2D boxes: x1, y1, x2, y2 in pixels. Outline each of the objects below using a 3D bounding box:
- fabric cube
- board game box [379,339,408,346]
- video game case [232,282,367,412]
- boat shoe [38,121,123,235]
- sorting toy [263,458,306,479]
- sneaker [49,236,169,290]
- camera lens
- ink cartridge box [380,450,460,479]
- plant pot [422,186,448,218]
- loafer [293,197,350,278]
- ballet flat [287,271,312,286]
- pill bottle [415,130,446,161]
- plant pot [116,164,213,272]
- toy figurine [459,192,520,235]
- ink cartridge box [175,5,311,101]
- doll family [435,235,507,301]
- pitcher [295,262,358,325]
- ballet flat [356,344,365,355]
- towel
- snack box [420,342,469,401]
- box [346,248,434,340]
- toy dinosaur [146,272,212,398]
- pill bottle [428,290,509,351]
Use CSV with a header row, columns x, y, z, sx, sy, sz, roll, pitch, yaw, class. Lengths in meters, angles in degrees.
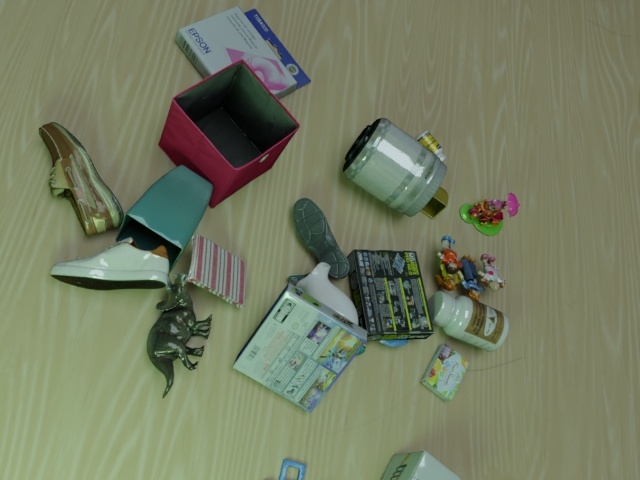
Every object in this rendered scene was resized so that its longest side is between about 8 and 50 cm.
x,y,z,sx,sy,sz,roll,pitch,yaw,class
-0.261,-0.291,1.776,0.254,0.258,0.259,-40,88,-31,fabric cube
0.204,0.240,1.894,0.133,0.033,0.168,23,57,-9,board game box
-0.053,0.281,1.651,0.244,0.269,0.061,33,18,-7,video game case
-0.639,-0.156,1.640,0.120,0.122,0.324,-33,84,-27,boat shoe
-0.098,0.718,1.562,0.196,0.047,0.347,34,61,-8,sorting toy
-0.519,0.055,1.588,0.290,0.106,0.123,1,68,0,sneaker
0.224,-0.229,1.980,0.274,0.219,0.219,34,60,-7,camera lens
0.252,0.644,1.666,0.128,0.176,0.127,39,60,-5,ink cartridge box
0.372,-0.139,2.092,0.081,0.081,0.083,35,48,-7,plant pot
0.000,0.000,1.887,0.096,0.084,0.267,-30,78,2,loafer
-0.041,0.113,1.840,0.114,0.041,0.041,-11,74,-26,ballet flat
0.375,-0.312,2.168,0.065,0.065,0.116,-37,88,-30,pill bottle
-0.394,-0.072,1.691,0.166,0.165,0.234,34,55,-8,plant pot
0.580,-0.109,2.120,0.173,0.159,0.130,13,65,-18,toy figurine
-0.231,-0.582,2.016,0.330,0.071,0.324,-36,86,-29,ink cartridge box
0.455,0.112,2.013,0.263,0.118,0.163,22,44,-19,doll family
-0.004,0.190,1.750,0.178,0.125,0.207,-34,60,5,pitcher
0.016,0.286,1.773,0.231,0.077,0.077,-3,55,-22,ballet flat
-0.272,0.084,1.696,0.197,0.029,0.144,36,41,-41,towel
0.373,0.393,1.900,0.100,0.037,0.141,38,60,-7,snack box
0.204,0.159,1.882,0.216,0.060,0.270,2,63,-21,box
-0.371,0.245,1.615,0.160,0.121,0.313,16,68,-3,toy dinosaur
0.444,0.241,1.937,0.229,0.131,0.131,23,62,-13,pill bottle
